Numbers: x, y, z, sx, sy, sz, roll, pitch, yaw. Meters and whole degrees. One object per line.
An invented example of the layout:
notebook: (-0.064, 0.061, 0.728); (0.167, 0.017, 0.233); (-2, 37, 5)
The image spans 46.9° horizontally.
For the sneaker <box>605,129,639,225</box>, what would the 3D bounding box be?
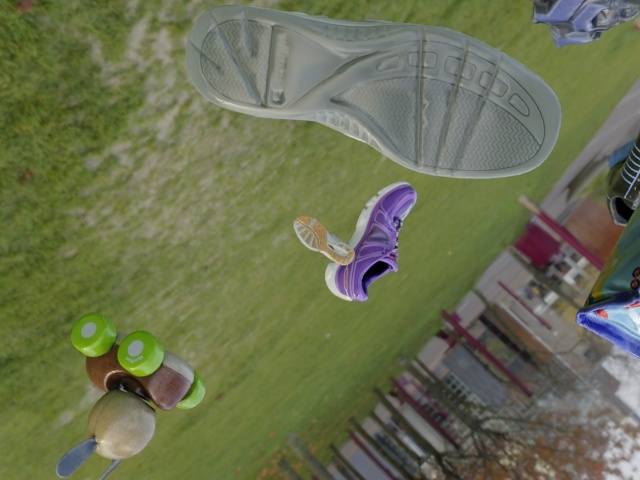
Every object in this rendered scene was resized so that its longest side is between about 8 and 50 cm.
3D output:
sneaker: (0.395, -0.089, 0.854); (0.232, 0.081, 0.091); (82, 15, -72)

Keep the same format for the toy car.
toy car: (-0.257, 0.214, 0.921); (0.188, 0.149, 0.155); (-64, 152, -22)

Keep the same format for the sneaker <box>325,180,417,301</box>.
sneaker: (0.077, 0.005, 0.916); (0.170, 0.071, 0.068); (-58, 146, -12)

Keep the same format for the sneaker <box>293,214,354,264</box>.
sneaker: (0.000, 0.000, 0.851); (0.032, 0.083, 0.037); (-52, -163, -2)

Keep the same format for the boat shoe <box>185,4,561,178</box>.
boat shoe: (0.047, -0.138, 0.645); (0.103, 0.320, 0.118); (-64, 165, -66)

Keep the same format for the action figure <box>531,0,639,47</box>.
action figure: (0.142, -0.204, 0.296); (0.330, 0.179, 0.341); (-5, 177, 15)

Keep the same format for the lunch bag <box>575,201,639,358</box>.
lunch bag: (0.362, 0.035, 0.480); (0.221, 0.293, 0.138); (-51, 171, -24)
